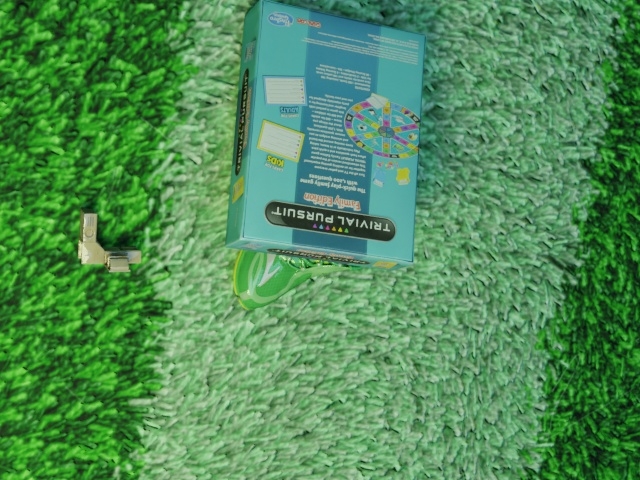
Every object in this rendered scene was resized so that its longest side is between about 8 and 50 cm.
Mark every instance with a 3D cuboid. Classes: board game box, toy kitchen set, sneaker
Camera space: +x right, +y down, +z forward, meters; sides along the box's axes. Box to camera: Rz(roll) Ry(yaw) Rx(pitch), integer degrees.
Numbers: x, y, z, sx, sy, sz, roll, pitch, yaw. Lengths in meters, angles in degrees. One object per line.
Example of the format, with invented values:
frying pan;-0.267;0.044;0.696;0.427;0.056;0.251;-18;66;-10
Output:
board game box;0.010;-0.142;1.690;0.253;0.079;0.336;9;78;-20
toy kitchen set;-0.289;0.000;1.694;0.083;0.068;0.075;0;105;-22
sneaker;0.000;0.000;1.776;0.295;0.123;0.109;-34;115;-8
